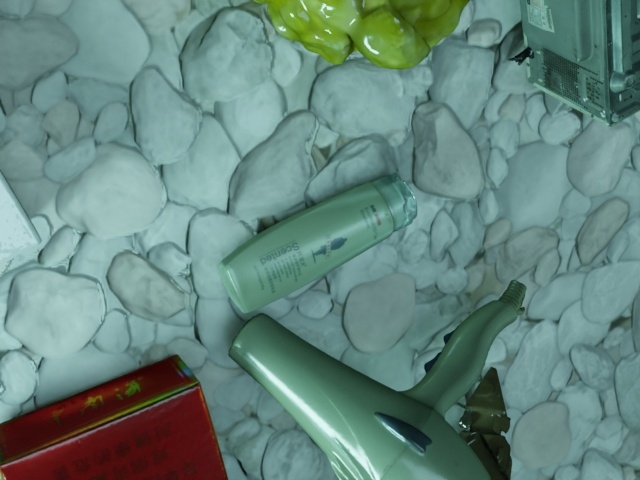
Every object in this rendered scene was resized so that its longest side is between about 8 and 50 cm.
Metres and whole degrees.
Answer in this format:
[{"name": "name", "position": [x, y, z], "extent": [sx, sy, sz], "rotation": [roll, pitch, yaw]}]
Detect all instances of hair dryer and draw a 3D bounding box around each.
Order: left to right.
[{"name": "hair dryer", "position": [0.057, 0.128, 1.034], "extent": [0.296, 0.119, 0.298], "rotation": [20, 59, -5]}]

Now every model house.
[{"name": "model house", "position": [0.158, 0.256, 1.134], "extent": [0.181, 0.176, 0.248], "rotation": [69, 31, -58]}]

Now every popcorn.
[{"name": "popcorn", "position": [0.050, -0.281, 0.864], "extent": [0.242, 0.235, 0.250], "rotation": [40, 66, -5]}]

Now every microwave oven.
[{"name": "microwave oven", "position": [0.295, -0.263, 0.994], "extent": [0.194, 0.145, 0.240], "rotation": [-30, 131, -18]}]

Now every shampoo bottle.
[{"name": "shampoo bottle", "position": [0.000, 0.000, 1.020], "extent": [0.212, 0.049, 0.072], "rotation": [-28, 111, -15]}]

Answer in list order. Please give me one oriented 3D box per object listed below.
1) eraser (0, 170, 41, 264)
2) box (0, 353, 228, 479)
[{"name": "eraser", "position": [-0.339, -0.110, 0.817], "extent": [0.078, 0.076, 0.298], "rotation": [-31, 115, -13]}, {"name": "box", "position": [-0.183, 0.295, 1.001], "extent": [0.197, 0.089, 0.313], "rotation": [-21, 112, -20]}]
